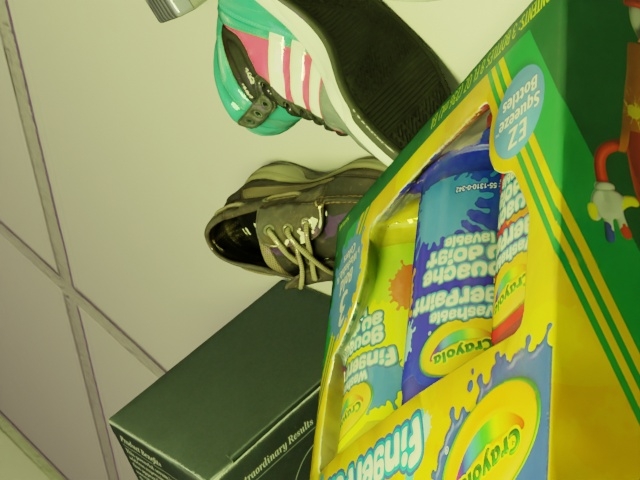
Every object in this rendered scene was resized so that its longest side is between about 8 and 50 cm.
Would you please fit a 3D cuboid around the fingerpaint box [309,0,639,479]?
[{"bbox_3d":[0.133,0.081,1.017,0.163,0.371,0.445,14,154,-15],"label":"fingerpaint box"}]

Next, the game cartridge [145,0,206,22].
[{"bbox_3d":[-0.226,-0.373,1.340,0.355,0.068,0.230,58,179,-12],"label":"game cartridge"}]

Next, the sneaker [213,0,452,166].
[{"bbox_3d":[-0.002,-0.138,1.274,0.295,0.123,0.178,53,150,17],"label":"sneaker"}]

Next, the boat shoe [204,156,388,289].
[{"bbox_3d":[0.000,0.000,1.443,0.355,0.130,0.132,1,125,58],"label":"boat shoe"}]

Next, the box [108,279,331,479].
[{"bbox_3d":[-0.025,0.304,1.685,0.212,0.293,0.396,21,140,46],"label":"box"}]
